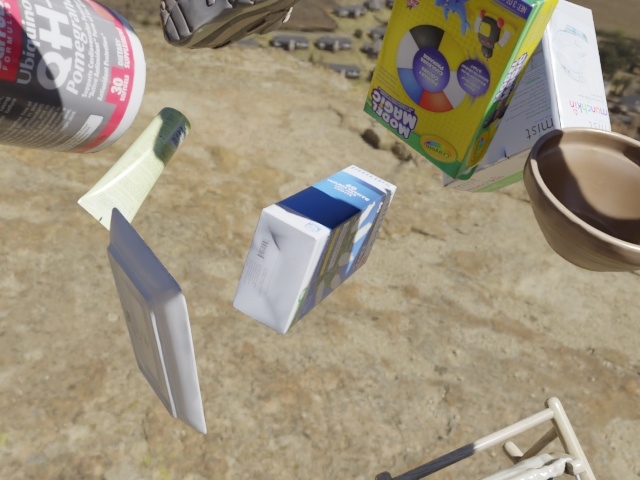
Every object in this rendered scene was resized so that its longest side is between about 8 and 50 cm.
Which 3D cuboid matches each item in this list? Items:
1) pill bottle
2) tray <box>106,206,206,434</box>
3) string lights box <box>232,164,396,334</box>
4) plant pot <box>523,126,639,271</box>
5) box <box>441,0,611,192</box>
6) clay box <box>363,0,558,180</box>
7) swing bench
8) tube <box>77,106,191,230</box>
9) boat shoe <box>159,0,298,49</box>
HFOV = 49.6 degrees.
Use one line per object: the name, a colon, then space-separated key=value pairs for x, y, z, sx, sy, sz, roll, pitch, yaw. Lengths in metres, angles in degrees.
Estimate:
pill bottle: x=-0.334 y=-0.183 z=0.664 sx=0.176 sy=0.176 sz=0.318 roll=21 pitch=10 yaw=23
tray: x=-0.184 y=0.102 z=0.764 sx=0.030 sy=0.270 sz=0.145 roll=-27 pitch=52 yaw=-26
string lights box: x=0.000 y=0.000 z=0.881 sx=0.077 sy=0.133 sz=0.259 roll=28 pitch=27 yaw=16
plant pot: x=0.372 y=-0.036 z=0.915 sx=0.237 sy=0.110 sz=0.237 roll=7 pitch=45 yaw=-7
box: x=0.313 y=-0.225 z=1.129 sx=0.127 sy=0.231 sz=0.262 roll=2 pitch=-15 yaw=-31
clay box: x=0.117 y=-0.158 z=0.650 sx=0.127 sy=0.222 sz=0.053 roll=41 pitch=52 yaw=22
swing bench: x=0.208 y=0.353 z=0.764 sx=0.253 sy=0.165 sz=0.255 roll=-16 pitch=58 yaw=-22
tube: x=-0.300 y=-0.121 z=1.147 sx=0.070 sy=0.062 sz=0.240 roll=25 pitch=60 yaw=4
boat shoe: x=-0.112 y=-0.417 z=1.154 sx=0.355 sy=0.132 sz=0.130 roll=-11 pitch=-5 yaw=34
